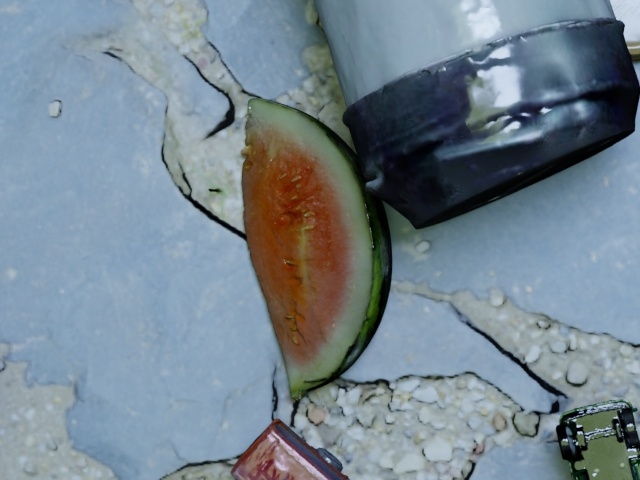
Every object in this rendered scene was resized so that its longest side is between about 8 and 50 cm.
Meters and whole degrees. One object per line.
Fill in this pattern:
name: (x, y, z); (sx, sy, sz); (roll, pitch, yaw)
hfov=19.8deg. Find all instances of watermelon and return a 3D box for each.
watermelon: (-0.004, 0.000, 1.448); (0.119, 0.063, 0.245); (-10, 87, 18)

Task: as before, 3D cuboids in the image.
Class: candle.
candle: (0.094, -0.197, 1.363); (0.221, 0.221, 0.342); (-19, 84, 4)

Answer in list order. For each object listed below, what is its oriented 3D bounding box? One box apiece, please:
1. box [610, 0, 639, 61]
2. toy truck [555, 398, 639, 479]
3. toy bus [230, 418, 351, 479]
box: (0.241, -0.193, 1.438); (0.106, 0.037, 0.105); (0, 88, 5)
toy truck: (0.225, 0.195, 1.402); (0.065, 0.079, 0.147); (-14, 87, 6)
toy bus: (0.017, 0.220, 1.421); (0.192, 0.077, 0.065); (41, 94, 6)
